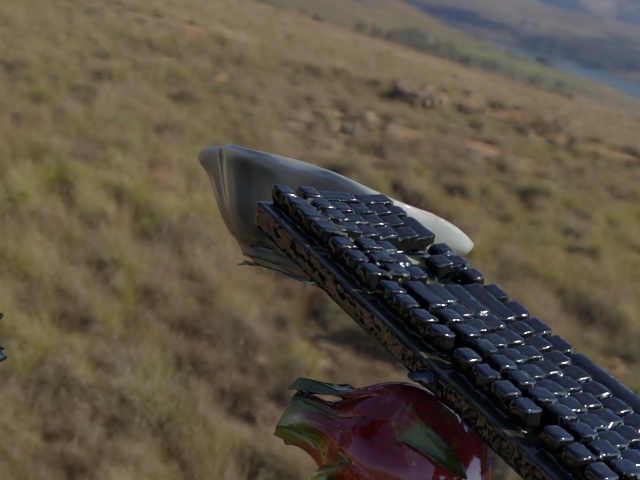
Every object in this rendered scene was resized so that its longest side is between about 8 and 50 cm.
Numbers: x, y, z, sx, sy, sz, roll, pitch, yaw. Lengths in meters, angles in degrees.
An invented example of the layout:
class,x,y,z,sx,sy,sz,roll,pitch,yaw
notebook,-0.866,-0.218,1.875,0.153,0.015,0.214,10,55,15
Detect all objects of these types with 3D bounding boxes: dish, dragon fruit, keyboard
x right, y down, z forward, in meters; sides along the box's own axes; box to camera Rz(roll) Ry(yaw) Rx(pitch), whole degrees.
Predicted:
class,x,y,z,sx,sy,sz,roll,pitch,yaw
dish,0.000,0.000,0.997,0.229,0.081,0.229,19,-6,2
dragon fruit,0.032,0.105,0.621,0.116,0.081,0.086,34,37,6
keyboard,0.081,0.054,0.619,0.106,0.027,0.317,0,29,-37

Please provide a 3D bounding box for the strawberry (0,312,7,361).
class,x,y,z,sx,sy,sz,roll,pitch,yaw
strawberry,-0.350,0.083,1.078,0.148,0.131,0.131,23,4,-39
